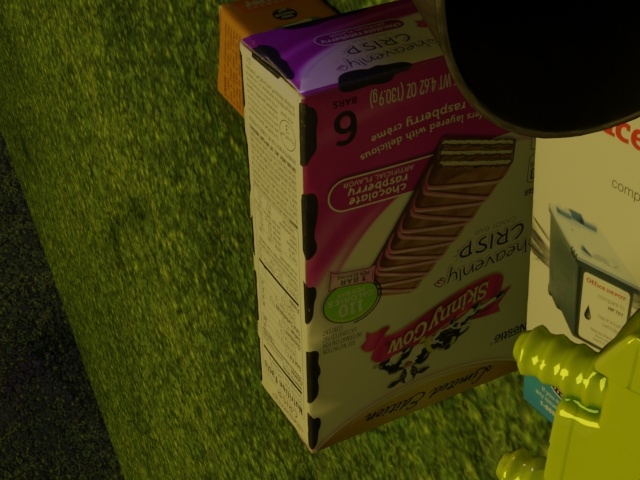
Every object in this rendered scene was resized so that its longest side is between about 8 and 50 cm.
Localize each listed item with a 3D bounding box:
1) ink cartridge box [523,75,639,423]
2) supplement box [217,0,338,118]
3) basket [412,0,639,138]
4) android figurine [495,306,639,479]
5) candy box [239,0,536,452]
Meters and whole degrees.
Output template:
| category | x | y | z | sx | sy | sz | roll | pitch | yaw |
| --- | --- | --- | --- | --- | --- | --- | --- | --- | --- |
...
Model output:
| category | x | y | z | sx | sy | sz | roll | pitch | yaw |
| --- | --- | --- | --- | --- | --- | --- | --- | --- | --- |
| ink cartridge box | 0.159 | 0.016 | 0.436 | 0.139 | 0.082 | 0.191 | 42 | 145 | 50 |
| supplement box | 0.009 | -0.089 | 0.709 | 0.233 | 0.078 | 0.080 | 47 | 147 | 44 |
| basket | 0.074 | -0.182 | 0.388 | 0.204 | 0.154 | 0.227 | -56 | 39 | 22 |
| android figurine | 0.184 | 0.107 | 0.340 | 0.273 | 0.056 | 0.248 | 24 | 130 | 27 |
| candy box | 0.046 | -0.010 | 0.575 | 0.071 | 0.159 | 0.233 | 48 | 149 | 45 |
